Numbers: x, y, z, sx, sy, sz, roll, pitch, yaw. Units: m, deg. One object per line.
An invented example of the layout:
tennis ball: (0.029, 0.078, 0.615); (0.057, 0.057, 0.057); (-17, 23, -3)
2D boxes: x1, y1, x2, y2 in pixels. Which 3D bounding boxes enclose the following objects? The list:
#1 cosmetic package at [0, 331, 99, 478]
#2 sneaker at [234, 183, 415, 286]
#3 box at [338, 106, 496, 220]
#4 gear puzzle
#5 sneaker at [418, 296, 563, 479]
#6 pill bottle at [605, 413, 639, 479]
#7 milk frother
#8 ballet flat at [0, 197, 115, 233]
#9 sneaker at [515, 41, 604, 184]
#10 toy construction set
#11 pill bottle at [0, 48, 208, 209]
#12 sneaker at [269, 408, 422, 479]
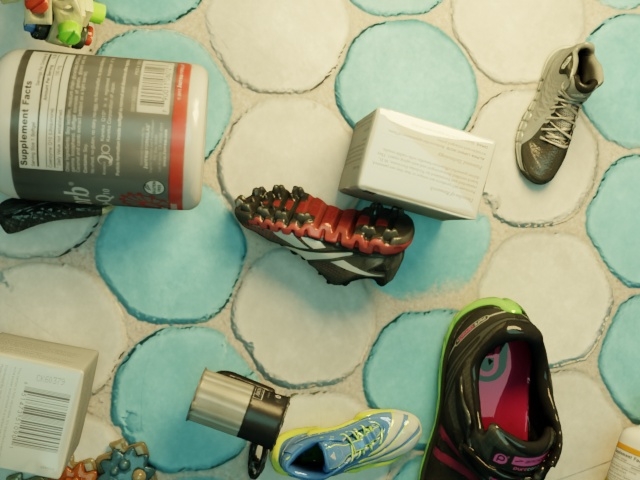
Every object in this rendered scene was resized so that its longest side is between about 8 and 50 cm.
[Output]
cosmetic package: (-0.408, 0.224, 1.256); (0.152, 0.184, 0.151); (13, 89, -8)
sneaker: (0.000, 0.000, 1.343); (0.276, 0.097, 0.135); (12, 128, 12)
box: (0.136, -0.107, 1.323); (0.182, 0.181, 0.119); (15, 89, -7)
gear puzzle: (-0.400, 0.422, 1.328); (0.339, 0.044, 0.175); (-17, 93, -7)
sneaker: (0.249, 0.327, 1.330); (0.185, 0.202, 0.482); (0, 90, -7)
pill bottle: (0.519, 0.374, 1.397); (0.136, 0.136, 0.245); (20, 88, -7)
milk frother: (-0.129, 0.272, 1.322); (0.135, 0.129, 0.143); (20, 89, -1)
ballet flat: (-0.390, -0.046, 1.333); (0.173, 0.057, 0.049); (-7, 132, -6)
sneaker: (0.370, -0.201, 1.377); (0.086, 0.132, 0.228); (14, 88, -7)
toy construction set: (-0.345, -0.394, 1.228); (0.151, 0.215, 0.327); (22, 49, -22)
pill bottle: (-0.343, -0.156, 1.250); (0.363, 0.210, 0.210); (4, 90, -6)
sneaker: (0.045, 0.317, 1.342); (0.240, 0.126, 0.091); (-13, 92, -6)
